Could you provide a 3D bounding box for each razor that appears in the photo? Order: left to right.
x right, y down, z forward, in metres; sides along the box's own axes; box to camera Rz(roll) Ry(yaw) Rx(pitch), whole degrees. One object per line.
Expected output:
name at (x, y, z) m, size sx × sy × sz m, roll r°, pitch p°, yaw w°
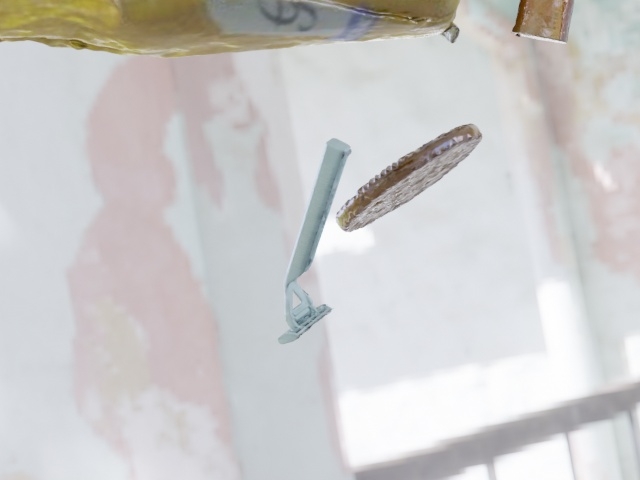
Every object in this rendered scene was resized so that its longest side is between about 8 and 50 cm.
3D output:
razor at (-0.009, -0.005, 2.536) m, size 0.056 × 0.278 × 0.111 m, roll 19°, pitch 25°, yaw 20°

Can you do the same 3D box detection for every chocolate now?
chocolate at (-0.098, -0.222, 1.639) m, size 0.445 × 0.162 × 0.162 m, roll -8°, pitch -2°, yaw -13°

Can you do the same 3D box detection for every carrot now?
carrot at (0.189, -0.229, 1.551) m, size 0.048 × 0.139 × 0.048 m, roll 11°, pitch -1°, yaw 0°

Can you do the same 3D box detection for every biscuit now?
biscuit at (0.096, -0.070, 2.092) m, size 0.188 × 0.027 × 0.188 m, roll -34°, pitch -9°, yaw -6°
